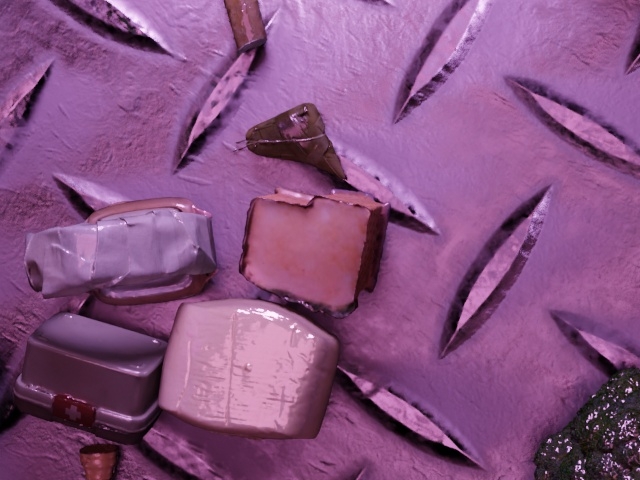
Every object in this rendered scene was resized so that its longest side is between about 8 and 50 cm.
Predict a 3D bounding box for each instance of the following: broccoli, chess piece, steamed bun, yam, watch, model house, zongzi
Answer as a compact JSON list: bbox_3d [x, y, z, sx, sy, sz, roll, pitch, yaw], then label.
[{"bbox_3d":[0.451,0.330,1.457,0.304,0.321,0.283,-26,117,16],"label":"broccoli"},{"bbox_3d":[-0.337,0.401,1.644,0.060,0.060,0.171,0,92,7],"label":"chess piece"},{"bbox_3d":[-0.099,0.184,1.567,0.250,0.155,0.200,11,88,8],"label":"steamed bun"},{"bbox_3d":[-0.118,-0.353,1.624,0.054,0.054,0.132,-15,89,6],"label":"yam"},{"bbox_3d":[-0.290,0.016,1.547,0.254,0.241,0.161,-9,87,6],"label":"watch"},{"bbox_3d":[0.000,0.000,1.561,0.183,0.172,0.166,14,104,15],"label":"model house"},{"bbox_3d":[-0.054,-0.121,1.618,0.154,0.062,0.130,-23,99,12],"label":"zongzi"}]

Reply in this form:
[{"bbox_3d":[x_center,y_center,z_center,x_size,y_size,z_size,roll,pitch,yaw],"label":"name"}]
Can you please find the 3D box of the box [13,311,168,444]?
[{"bbox_3d":[-0.332,0.201,1.592,0.210,0.148,0.129,15,111,7],"label":"box"}]
